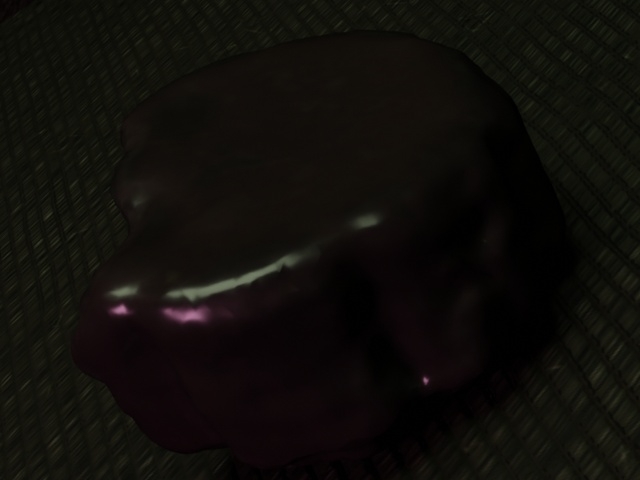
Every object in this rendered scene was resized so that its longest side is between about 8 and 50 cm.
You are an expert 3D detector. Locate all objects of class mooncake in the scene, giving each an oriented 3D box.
[{"bbox_3d":[0.000,0.000,1.201,0.351,0.212,0.381,-11,33,29],"label":"mooncake"}]
